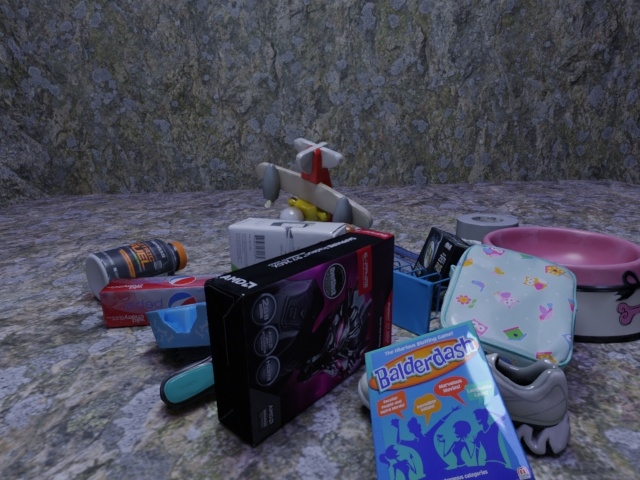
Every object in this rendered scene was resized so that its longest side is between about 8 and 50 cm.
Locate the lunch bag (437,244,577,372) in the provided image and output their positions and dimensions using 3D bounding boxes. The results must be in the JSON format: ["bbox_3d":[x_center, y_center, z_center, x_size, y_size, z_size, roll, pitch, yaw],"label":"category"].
[{"bbox_3d":[0.333,0.128,0.760,0.223,0.108,0.279,13,38,25],"label":"lunch bag"}]

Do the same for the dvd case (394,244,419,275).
[{"bbox_3d":[0.204,0.056,1.222,0.180,0.022,0.253,24,20,9],"label":"dvd case"}]

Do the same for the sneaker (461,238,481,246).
[{"bbox_3d":[0.459,0.030,1.286,0.115,0.091,0.232,-9,18,-38],"label":"sneaker"}]

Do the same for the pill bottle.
[{"bbox_3d":[-0.496,0.070,1.147,0.130,0.131,0.245,10,19,37],"label":"pill bottle"}]

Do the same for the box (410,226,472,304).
[{"bbox_3d":[0.307,0.063,1.030,0.077,0.148,0.180,19,14,-7],"label":"box"}]

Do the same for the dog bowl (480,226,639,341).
[{"bbox_3d":[0.560,0.076,0.987,0.407,0.151,0.408,-1,15,0],"label":"dog bowl"}]

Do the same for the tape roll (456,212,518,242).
[{"bbox_3d":[0.631,-0.048,1.576,0.218,0.073,0.219,-1,15,0],"label":"tape roll"}]

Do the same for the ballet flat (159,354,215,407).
[{"bbox_3d":[-0.167,0.219,0.699,0.203,0.074,0.074,-16,20,-28],"label":"ballet flat"}]

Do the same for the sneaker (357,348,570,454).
[{"bbox_3d":[0.199,0.210,0.602,0.291,0.119,0.110,1,17,16],"label":"sneaker"}]

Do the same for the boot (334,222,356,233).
[{"bbox_3d":[0.000,0.000,1.263,0.196,0.073,0.152,-8,10,24],"label":"boot"}]

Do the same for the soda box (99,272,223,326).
[{"bbox_3d":[-0.357,0.136,0.964,0.262,0.092,0.083,-3,17,-6],"label":"soda box"}]

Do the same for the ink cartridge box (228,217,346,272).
[{"bbox_3d":[-0.077,0.055,1.029,0.272,0.199,0.114,4,15,19],"label":"ink cartridge box"}]

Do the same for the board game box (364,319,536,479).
[{"bbox_3d":[0.142,0.209,0.506,0.160,0.047,0.210,-23,31,15],"label":"board game box"}]

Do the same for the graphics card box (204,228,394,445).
[{"bbox_3d":[-0.007,0.129,0.694,0.094,0.233,0.370,13,20,40],"label":"graphics card box"}]

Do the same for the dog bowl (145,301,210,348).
[{"bbox_3d":[-0.198,0.150,0.781,0.297,0.074,0.165,-13,-7,34],"label":"dog bowl"}]

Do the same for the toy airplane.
[{"bbox_3d":[-0.040,-0.149,1.429,0.272,0.384,0.386,-48,16,-23],"label":"toy airplane"}]

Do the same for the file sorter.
[{"bbox_3d":[0.202,0.120,0.927,0.104,0.118,0.170,-9,16,-38],"label":"file sorter"}]
